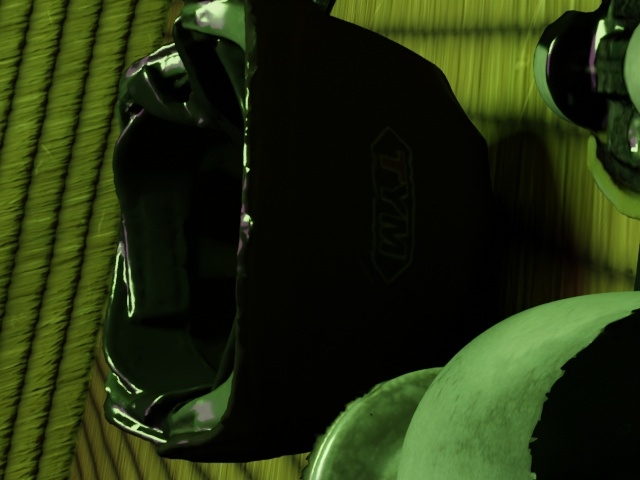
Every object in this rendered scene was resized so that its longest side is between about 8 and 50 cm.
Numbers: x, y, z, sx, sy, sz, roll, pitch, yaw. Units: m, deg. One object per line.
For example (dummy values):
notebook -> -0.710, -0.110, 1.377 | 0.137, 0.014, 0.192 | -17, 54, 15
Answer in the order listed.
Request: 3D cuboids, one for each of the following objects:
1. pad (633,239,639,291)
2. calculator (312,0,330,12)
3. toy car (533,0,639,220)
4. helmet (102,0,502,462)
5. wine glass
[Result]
pad -> 0.147, -0.047, 0.639 | 0.127, 0.004, 0.190 | 146, 135, -73
calculator -> -0.003, -0.240, 1.466 | 0.261, 0.021, 0.161 | 119, 160, -53
toy car -> 0.138, -0.131, 0.492 | 0.101, 0.124, 0.256 | -150, 63, -78
helmet -> 0.000, 0.000, 0.864 | 0.305, 0.177, 0.225 | 174, 102, -70
wine glass -> 0.075, 0.084, 0.562 | 0.241, 0.126, 0.126 | 139, 142, -75
